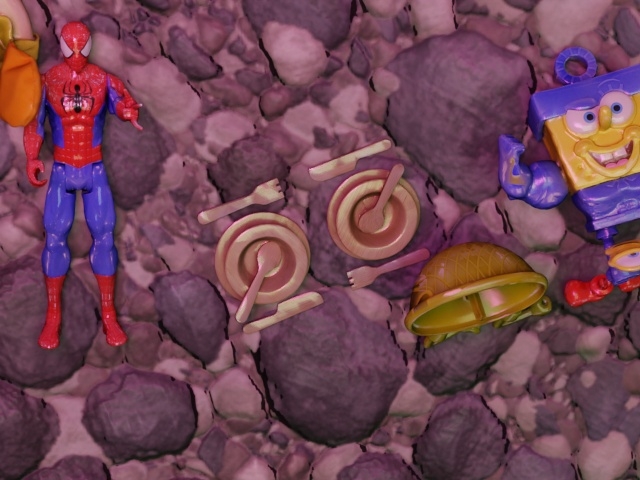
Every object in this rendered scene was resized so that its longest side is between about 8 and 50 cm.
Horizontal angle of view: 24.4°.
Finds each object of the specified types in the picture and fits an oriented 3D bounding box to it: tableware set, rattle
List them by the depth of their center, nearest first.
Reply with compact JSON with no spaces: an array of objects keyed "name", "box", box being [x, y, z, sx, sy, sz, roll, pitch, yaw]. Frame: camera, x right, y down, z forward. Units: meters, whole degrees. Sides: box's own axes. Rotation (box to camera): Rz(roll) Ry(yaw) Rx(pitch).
[{"name":"rattle","box":[-0.317,-0.166,1.153,0.130,0.142,0.200,-35,118,21]},{"name":"tableware set","box":[0.000,0.000,1.318,0.194,0.039,0.128,-22,111,-3]}]

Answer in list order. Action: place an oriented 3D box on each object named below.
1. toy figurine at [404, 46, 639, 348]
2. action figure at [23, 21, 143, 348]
[{"name":"toy figurine","box":[0.225,-0.058,1.321,0.363,0.191,0.217,-16,80,2]},{"name":"action figure","box":[-0.197,-0.036,1.221,0.091,0.139,0.280,-3,106,-12]}]
